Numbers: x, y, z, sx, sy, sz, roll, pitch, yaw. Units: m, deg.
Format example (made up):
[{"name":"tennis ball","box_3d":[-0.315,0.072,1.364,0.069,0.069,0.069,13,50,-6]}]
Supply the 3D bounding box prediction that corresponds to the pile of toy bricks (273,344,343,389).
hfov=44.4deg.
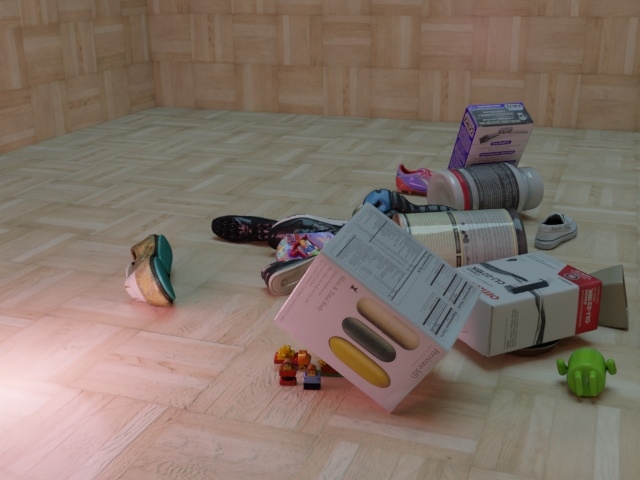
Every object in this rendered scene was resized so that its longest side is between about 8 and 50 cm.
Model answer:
[{"name":"pile of toy bricks","box_3d":[0.015,0.205,1.467,0.212,0.105,0.118,0,19,3]}]

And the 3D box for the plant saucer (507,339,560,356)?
[{"name":"plant saucer","box_3d":[0.405,0.195,1.598,0.168,0.029,0.168,-1,20,1]}]

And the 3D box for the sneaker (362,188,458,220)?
[{"name":"sneaker","box_3d":[0.275,-0.029,2.086,0.340,0.140,0.125,25,67,14]}]

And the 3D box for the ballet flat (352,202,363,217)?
[{"name":"ballet flat","box_3d":[0.189,-0.092,2.369,0.206,0.073,0.067,-20,41,-36]}]

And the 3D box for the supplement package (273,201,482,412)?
[{"name":"supplement package","box_3d":[0.102,0.115,1.379,0.262,0.199,0.198,38,39,5]}]

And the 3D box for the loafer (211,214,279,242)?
[{"name":"loafer","box_3d":[-0.200,-0.032,2.213,0.223,0.076,0.078,5,6,19]}]

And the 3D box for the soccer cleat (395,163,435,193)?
[{"name":"soccer cleat","box_3d":[0.369,-0.198,2.615,0.248,0.095,0.083,8,21,25]}]

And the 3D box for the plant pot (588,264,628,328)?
[{"name":"plant pot","box_3d":[0.608,0.124,1.692,0.096,0.109,0.109,-7,16,22]}]

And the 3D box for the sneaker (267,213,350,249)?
[{"name":"sneaker","box_3d":[0.000,0.000,2.065,0.283,0.107,0.124,-1,25,-1]}]

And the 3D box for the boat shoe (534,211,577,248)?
[{"name":"boat shoe","box_3d":[0.664,-0.041,2.185,0.083,0.076,0.226,11,22,29]}]

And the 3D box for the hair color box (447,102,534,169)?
[{"name":"hair color box","box_3d":[0.509,-0.259,2.415,0.185,0.339,0.110,-5,51,-13]}]

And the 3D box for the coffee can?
[{"name":"coffee can","box_3d":[0.313,0.029,1.812,0.275,0.202,0.201,-3,19,-6]}]

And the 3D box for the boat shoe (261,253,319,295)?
[{"name":"boat shoe","box_3d":[-0.029,0.067,1.895,0.233,0.084,0.079,-13,23,-23]}]

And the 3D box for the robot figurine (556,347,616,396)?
[{"name":"robot figurine","box_3d":[0.481,0.237,1.415,0.101,0.067,0.115,-6,16,23]}]

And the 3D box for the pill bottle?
[{"name":"pill bottle","box_3d":[0.491,-0.138,2.317,0.318,0.176,0.176,-9,21,-21]}]

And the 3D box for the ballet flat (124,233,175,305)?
[{"name":"ballet flat","box_3d":[-0.408,0.083,1.852,0.123,0.123,0.348,-4,20,-10]}]

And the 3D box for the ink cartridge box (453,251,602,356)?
[{"name":"ink cartridge box","box_3d":[0.394,0.122,1.588,0.272,0.114,0.197,-10,22,-23]}]

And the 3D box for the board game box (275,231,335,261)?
[{"name":"board game box","box_3d":[-0.032,0.024,1.986,0.168,0.033,0.133,-3,52,5]}]
